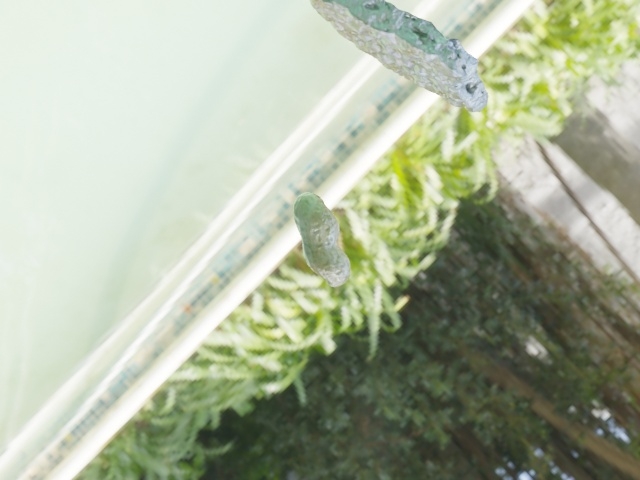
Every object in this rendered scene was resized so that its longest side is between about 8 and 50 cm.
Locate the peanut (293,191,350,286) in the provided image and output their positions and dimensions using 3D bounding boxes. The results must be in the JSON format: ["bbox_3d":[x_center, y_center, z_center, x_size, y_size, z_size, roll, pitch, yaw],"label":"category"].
[{"bbox_3d":[0.000,0.000,0.896,0.037,0.083,0.037,-20,-169,4],"label":"peanut"}]

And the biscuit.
[{"bbox_3d":[0.093,-0.209,1.157,0.188,0.265,0.040,27,-92,52],"label":"biscuit"}]
